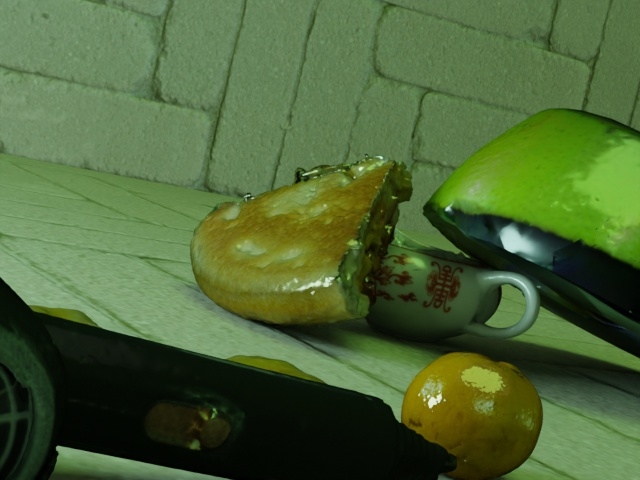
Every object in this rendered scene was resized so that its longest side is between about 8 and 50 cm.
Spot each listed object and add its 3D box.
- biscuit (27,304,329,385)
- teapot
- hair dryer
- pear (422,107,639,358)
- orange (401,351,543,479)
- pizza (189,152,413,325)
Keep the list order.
[{"bbox_3d":[-0.093,0.076,0.741,0.183,0.039,0.174,11,3,-28],"label":"biscuit"},{"bbox_3d":[0.105,0.043,1.246,0.245,0.116,0.159,15,-7,33],"label":"teapot"},{"bbox_3d":[-0.064,0.073,0.554,0.352,0.107,0.189,16,5,-30],"label":"hair dryer"},{"bbox_3d":[0.303,0.002,1.229,0.399,0.165,0.399,29,-3,1],"label":"pear"},{"bbox_3d":[0.086,0.100,0.736,0.083,0.070,0.083,16,1,0],"label":"orange"},{"bbox_3d":[0.000,0.000,1.175,0.229,0.081,0.289,-38,25,-21],"label":"pizza"}]
